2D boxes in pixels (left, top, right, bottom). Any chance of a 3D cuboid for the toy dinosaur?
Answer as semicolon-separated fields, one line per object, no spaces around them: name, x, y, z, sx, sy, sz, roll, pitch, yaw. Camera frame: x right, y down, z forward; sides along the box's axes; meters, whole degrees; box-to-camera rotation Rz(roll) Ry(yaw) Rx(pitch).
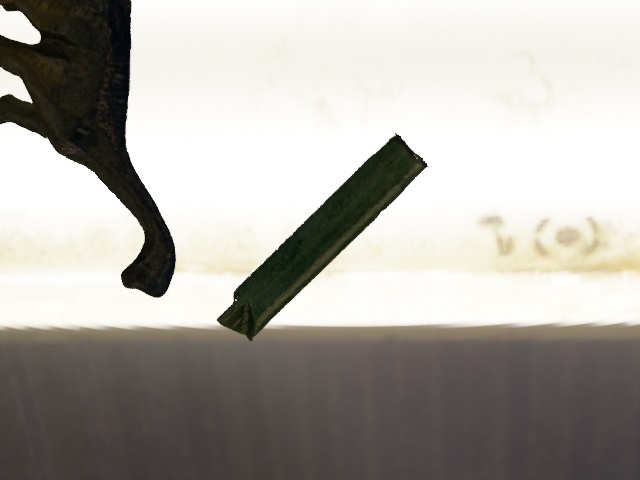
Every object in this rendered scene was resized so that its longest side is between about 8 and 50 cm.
toy dinosaur;-0.120;-0.110;0.949;0.188;0.248;0.075;27;-2;21

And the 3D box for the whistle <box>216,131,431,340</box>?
whistle;0.000;0.000;1.083;0.186;0.039;0.039;-45;-60;9
